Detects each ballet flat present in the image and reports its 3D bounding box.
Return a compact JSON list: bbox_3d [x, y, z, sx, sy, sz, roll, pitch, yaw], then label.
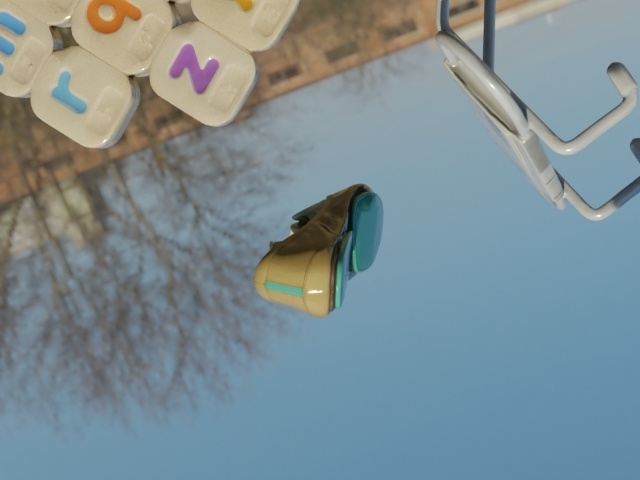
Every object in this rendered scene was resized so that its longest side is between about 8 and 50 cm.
[{"bbox_3d":[0.000,0.000,1.137,0.073,0.080,0.232,4,-167,11],"label":"ballet flat"}]

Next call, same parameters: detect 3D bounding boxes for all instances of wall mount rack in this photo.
[{"bbox_3d":[0.188,-0.175,1.352,0.130,0.304,0.350,-40,156,4],"label":"wall mount rack"}]

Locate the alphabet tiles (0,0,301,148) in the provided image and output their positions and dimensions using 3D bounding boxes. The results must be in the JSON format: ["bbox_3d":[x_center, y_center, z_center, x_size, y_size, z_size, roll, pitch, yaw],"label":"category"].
[{"bbox_3d":[-0.130,-0.212,0.957,0.284,0.278,0.021,-60,163,7],"label":"alphabet tiles"}]
